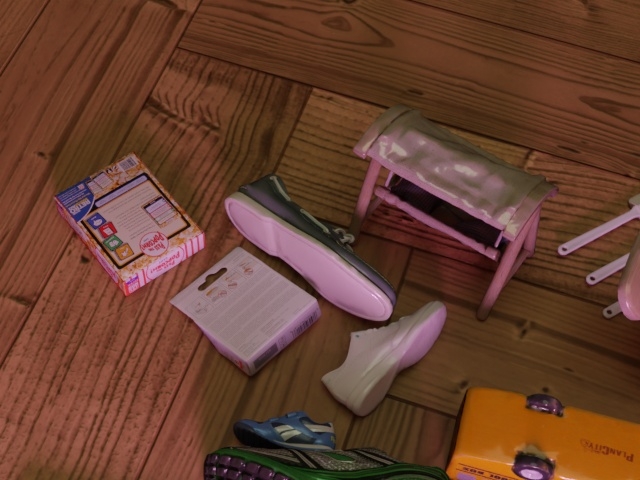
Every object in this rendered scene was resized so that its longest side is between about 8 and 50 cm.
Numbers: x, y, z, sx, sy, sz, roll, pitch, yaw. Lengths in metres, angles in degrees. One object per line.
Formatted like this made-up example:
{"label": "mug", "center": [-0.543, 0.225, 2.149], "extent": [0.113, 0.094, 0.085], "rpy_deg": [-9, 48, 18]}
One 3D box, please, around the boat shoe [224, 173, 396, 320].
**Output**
{"label": "boat shoe", "center": [0.000, 0.000, 1.629], "extent": [0.319, 0.116, 0.099], "rpy_deg": [34, 59, 27]}

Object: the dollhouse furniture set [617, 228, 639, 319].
{"label": "dollhouse furniture set", "center": [0.609, 0.171, 1.384], "extent": [0.362, 0.394, 0.256], "rpy_deg": [-6, 44, 44]}

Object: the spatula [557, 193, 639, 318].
{"label": "spatula", "center": [0.495, 0.015, 1.706], "extent": [0.242, 0.019, 0.168], "rpy_deg": [-26, 68, -16]}

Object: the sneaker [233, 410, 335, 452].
{"label": "sneaker", "center": [-0.047, 0.263, 1.504], "extent": [0.144, 0.053, 0.059], "rpy_deg": [13, 55, -2]}

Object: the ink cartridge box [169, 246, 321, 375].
{"label": "ink cartridge box", "center": [-0.112, 0.101, 1.619], "extent": [0.145, 0.045, 0.179], "rpy_deg": [-40, 49, -23]}

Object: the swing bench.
{"label": "swing bench", "center": [0.189, -0.057, 1.594], "extent": [0.253, 0.254, 0.165], "rpy_deg": [32, 62, 16]}

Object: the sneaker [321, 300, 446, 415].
{"label": "sneaker", "center": [0.090, 0.148, 1.572], "extent": [0.094, 0.080, 0.212], "rpy_deg": [33, 63, 30]}

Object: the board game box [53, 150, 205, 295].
{"label": "board game box", "center": [-0.291, -0.029, 1.678], "extent": [0.147, 0.045, 0.193], "rpy_deg": [-32, 65, -21]}

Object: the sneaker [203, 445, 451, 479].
{"label": "sneaker", "center": [0.008, 0.331, 1.424], "extent": [0.344, 0.134, 0.146], "rpy_deg": [9, 20, 19]}

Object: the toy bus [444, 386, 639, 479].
{"label": "toy bus", "center": [0.342, 0.293, 1.455], "extent": [0.333, 0.130, 0.108], "rpy_deg": [14, 57, 6]}
